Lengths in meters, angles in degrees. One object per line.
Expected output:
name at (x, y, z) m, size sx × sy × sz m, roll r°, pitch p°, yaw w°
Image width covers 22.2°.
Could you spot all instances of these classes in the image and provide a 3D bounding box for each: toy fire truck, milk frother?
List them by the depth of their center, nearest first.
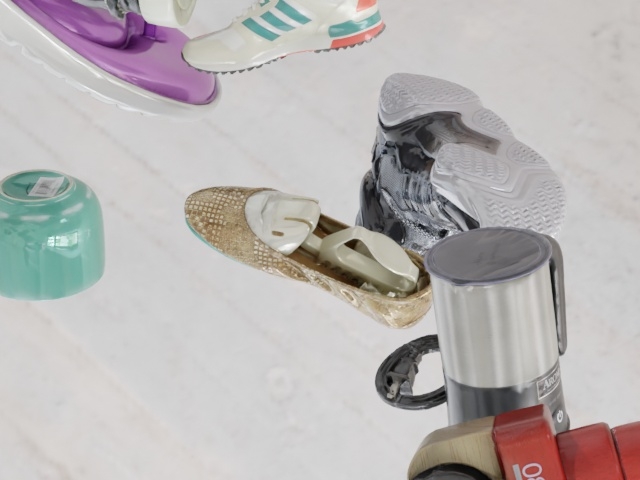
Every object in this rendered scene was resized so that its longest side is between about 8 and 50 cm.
toy fire truck at (0.182, 0.180, 0.853) m, size 0.246 × 0.158 × 0.217 m, roll -16°, pitch 89°, yaw 8°
milk frother at (0.093, 0.060, 1.093) m, size 0.143 × 0.129 × 0.135 m, roll -2°, pitch 114°, yaw 17°

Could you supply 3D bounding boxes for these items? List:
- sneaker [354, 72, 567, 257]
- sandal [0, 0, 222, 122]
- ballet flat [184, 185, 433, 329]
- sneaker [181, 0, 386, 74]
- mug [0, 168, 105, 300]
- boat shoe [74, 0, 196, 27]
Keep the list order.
sneaker at (0.106, -0.019, 1.313) m, size 0.268 × 0.101 × 0.153 m, roll -121°, pitch 41°, yaw -54°
sandal at (-0.218, -0.223, 1.280) m, size 0.102 × 0.416 × 0.169 m, roll -42°, pitch 38°, yaw 23°
ballet flat at (0.000, 0.000, 1.220) m, size 0.067 × 0.206 × 0.073 m, roll -48°, pitch 25°, yaw 49°
sneaker at (-0.033, -0.180, 1.266) m, size 0.161 × 0.057 × 0.075 m, roll -11°, pitch 111°, yaw 2°
mug at (-0.289, -0.018, 1.633) m, size 0.157 × 0.129 × 0.097 m, roll 32°, pitch 131°, yaw 43°
boat shoe at (-0.109, -0.290, 0.908) m, size 0.113 × 0.127 × 0.340 m, roll 6°, pitch 89°, yaw 6°
